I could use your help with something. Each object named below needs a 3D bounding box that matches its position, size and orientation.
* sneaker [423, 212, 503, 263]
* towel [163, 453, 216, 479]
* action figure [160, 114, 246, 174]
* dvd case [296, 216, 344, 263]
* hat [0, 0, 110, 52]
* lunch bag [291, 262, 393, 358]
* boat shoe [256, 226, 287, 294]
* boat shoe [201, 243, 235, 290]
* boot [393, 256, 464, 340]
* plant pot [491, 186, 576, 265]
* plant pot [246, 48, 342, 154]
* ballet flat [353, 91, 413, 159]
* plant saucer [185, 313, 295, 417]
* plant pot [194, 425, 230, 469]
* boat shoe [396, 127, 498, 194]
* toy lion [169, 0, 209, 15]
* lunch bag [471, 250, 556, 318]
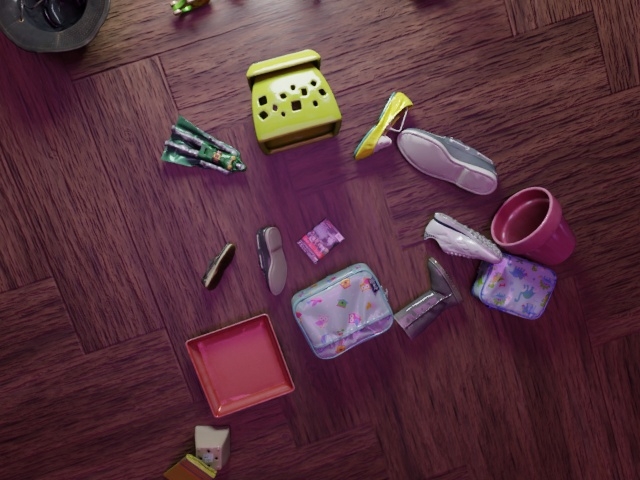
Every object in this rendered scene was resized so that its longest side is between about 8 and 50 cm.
[{"bbox_3d":[0.421,0.011,1.494,0.235,0.090,0.095,33,107,18],"label":"sneaker"},{"bbox_3d":[-0.390,0.691,1.502,0.102,0.021,0.237,39,134,-4],"label":"towel"},{"bbox_3d":[-0.318,-0.249,1.439,0.232,0.063,0.137,22,92,-10],"label":"action figure"},{"bbox_3d":[0.000,0.000,1.515,0.119,0.013,0.087,-41,98,3],"label":"dvd case"},{"bbox_3d":[-0.678,-0.605,1.328,0.331,0.134,0.331,-1,80,3],"label":"hat"},{"bbox_3d":[0.072,0.211,1.499,0.279,0.108,0.224,-26,98,-1],"label":"lunch bag"},{"bbox_3d":[-0.149,0.059,1.500,0.065,0.075,0.206,6,107,38],"label":"boat shoe"},{"bbox_3d":[-0.304,0.071,1.482,0.049,0.056,0.152,30,89,25],"label":"boat shoe"},{"bbox_3d":[0.308,0.177,1.538,0.208,0.076,0.190,-32,96,7],"label":"boot"},{"bbox_3d":[0.635,-0.025,1.479,0.180,0.201,0.201,34,94,-23],"label":"plant pot"},{"bbox_3d":[-0.079,-0.370,1.361,0.227,0.228,0.207,-15,92,-1],"label":"plant pot"},{"bbox_3d":[0.185,-0.316,1.452,0.077,0.077,0.231,34,91,9],"label":"ballet flat"},{"bbox_3d":[-0.238,0.372,1.529,0.259,0.048,0.258,-19,98,-1],"label":"plant saucer"},{"bbox_3d":[-0.331,0.634,1.531,0.109,0.096,0.109,1,98,-4],"label":"plant pot"},{"bbox_3d":[0.374,-0.246,1.486,0.319,0.116,0.099,27,51,0],"label":"boat shoe"},{"bbox_3d":[-0.344,-0.649,1.376,0.100,0.096,0.034,-17,101,39],"label":"toy lion"},{"bbox_3d":[0.581,0.136,1.536,0.219,0.090,0.176,18,95,-6],"label":"lunch bag"}]
